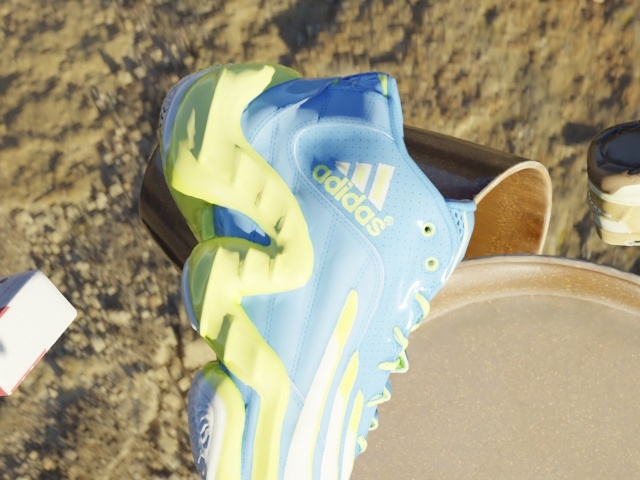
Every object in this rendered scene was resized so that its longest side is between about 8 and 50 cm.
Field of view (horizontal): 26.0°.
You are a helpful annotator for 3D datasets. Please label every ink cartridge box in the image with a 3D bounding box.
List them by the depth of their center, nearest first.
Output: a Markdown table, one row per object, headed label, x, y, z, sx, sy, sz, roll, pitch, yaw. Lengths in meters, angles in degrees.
| label | x | y | z | sx | sy | sz | roll | pitch | yaw |
| --- | --- | --- | --- | --- | --- | --- | --- | --- | --- |
| ink cartridge box | -0.289 | 0.082 | 1.185 | 0.135 | 0.056 | 0.099 | -10 | 35 | 45 |

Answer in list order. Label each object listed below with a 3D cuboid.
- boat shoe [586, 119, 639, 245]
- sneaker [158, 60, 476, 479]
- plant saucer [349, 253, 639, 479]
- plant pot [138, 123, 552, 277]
| label | x | y | z | sx | sy | sz | roll | pitch | yaw |
| --- | --- | --- | --- | --- | --- | --- | --- | --- | --- |
| boat shoe | 0.233 | -0.030 | 0.710 | 0.190 | 0.072 | 0.068 | -3 | 40 | 11 |
| sneaker | 0.009 | 0.038 | 0.574 | 0.126 | 0.091 | 0.240 | -10 | 91 | 8 |
| plant saucer | 0.116 | 0.152 | 0.719 | 0.311 | 0.050 | 0.310 | 5 | 104 | 20 |
| plant pot | 0.000 | 0.000 | 0.925 | 0.230 | 0.215 | 0.215 | 28 | 73 | 24 |
